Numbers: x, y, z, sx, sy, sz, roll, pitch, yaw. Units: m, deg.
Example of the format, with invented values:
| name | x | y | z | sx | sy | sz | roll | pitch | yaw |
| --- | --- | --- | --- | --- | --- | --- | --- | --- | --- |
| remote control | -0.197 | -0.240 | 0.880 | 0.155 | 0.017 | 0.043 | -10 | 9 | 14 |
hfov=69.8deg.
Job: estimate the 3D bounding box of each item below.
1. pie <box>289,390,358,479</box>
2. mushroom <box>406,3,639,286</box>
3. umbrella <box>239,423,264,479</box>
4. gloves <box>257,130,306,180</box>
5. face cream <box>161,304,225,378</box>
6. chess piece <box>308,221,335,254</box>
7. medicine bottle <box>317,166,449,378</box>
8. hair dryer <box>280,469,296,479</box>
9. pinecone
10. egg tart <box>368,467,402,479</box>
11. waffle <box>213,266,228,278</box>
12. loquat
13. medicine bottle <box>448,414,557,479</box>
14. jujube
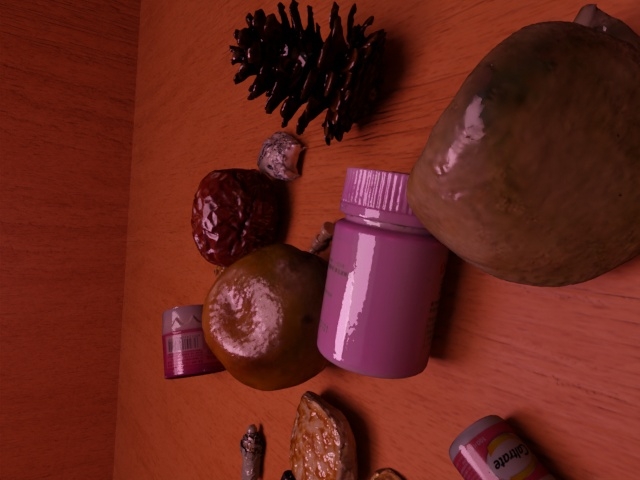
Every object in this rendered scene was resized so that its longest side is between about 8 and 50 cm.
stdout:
| name | x | y | z | sx | sy | sz | roll | pitch | yaw |
| --- | --- | --- | --- | --- | --- | --- | --- | --- | --- |
| pie | 0.005 | 0.395 | 0.890 | 0.205 | 0.084 | 0.179 | 10 | 94 | 56 |
| mushroom | 0.250 | -0.083 | 0.463 | 0.292 | 0.212 | 0.217 | -45 | 61 | 8 |
| umbrella | -0.174 | 0.538 | 1.160 | 0.067 | 0.062 | 0.144 | 162 | 109 | -85 |
| gloves | -0.103 | -0.205 | 1.099 | 0.153 | 0.070 | 0.114 | 30 | 112 | 54 |
| face cream | -0.376 | 0.299 | 1.355 | 0.175 | 0.175 | 0.195 | -29 | 64 | 50 |
| chess piece | 0.000 | 0.000 | 0.973 | 0.092 | 0.035 | 0.035 | -50 | 49 | 45 |
| medicine bottle | 0.100 | 0.042 | 0.703 | 0.178 | 0.178 | 0.291 | 18 | 101 | 54 |
| hair dryer | -0.031 | 0.649 | 0.956 | 0.271 | 0.091 | 0.236 | 23 | 96 | 40 |
| pinecone | -0.029 | -0.316 | 0.828 | 0.246 | 0.292 | 0.246 | 19 | -90 | -87 |
| egg tart | 0.103 | 0.451 | 0.766 | 0.129 | 0.049 | 0.129 | -36 | 46 | 49 |
| waffle | -0.261 | 0.132 | 1.319 | 0.192 | 0.046 | 0.161 | 31 | 112 | 52 |
| loquat | -0.080 | 0.143 | 0.893 | 0.284 | 0.276 | 0.276 | -54 | 44 | 12 |
| medicine bottle | 0.253 | 0.320 | 0.541 | 0.217 | 0.090 | 0.090 | 51 | 127 | 42 |
| jujube | -0.202 | -0.055 | 1.108 | 0.213 | 0.213 | 0.232 | 21 | 113 | 53 |
